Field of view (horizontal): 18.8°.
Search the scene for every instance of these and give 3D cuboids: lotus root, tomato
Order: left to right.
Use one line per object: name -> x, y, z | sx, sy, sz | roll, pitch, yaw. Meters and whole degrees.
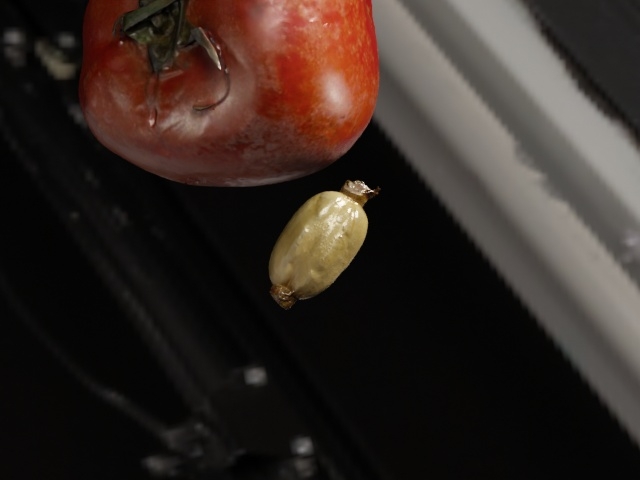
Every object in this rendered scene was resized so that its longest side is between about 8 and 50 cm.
tomato -> -0.049, -0.118, 1.083 | 0.187, 0.151, 0.187 | 5, -81, 32
lotus root -> 0.000, 0.000, 1.878 | 0.073, 0.062, 0.150 | 36, -96, 6
